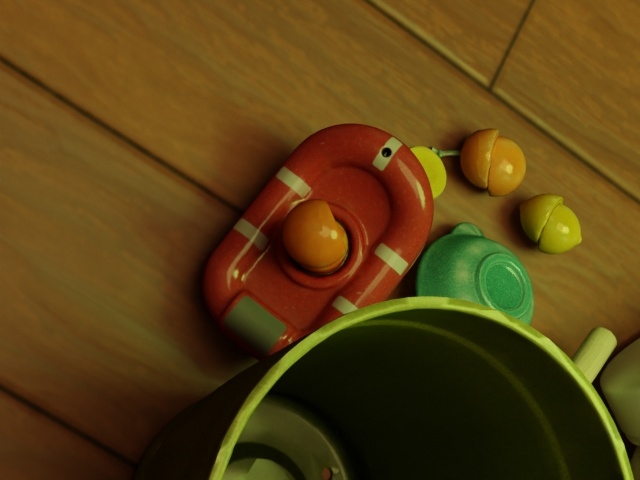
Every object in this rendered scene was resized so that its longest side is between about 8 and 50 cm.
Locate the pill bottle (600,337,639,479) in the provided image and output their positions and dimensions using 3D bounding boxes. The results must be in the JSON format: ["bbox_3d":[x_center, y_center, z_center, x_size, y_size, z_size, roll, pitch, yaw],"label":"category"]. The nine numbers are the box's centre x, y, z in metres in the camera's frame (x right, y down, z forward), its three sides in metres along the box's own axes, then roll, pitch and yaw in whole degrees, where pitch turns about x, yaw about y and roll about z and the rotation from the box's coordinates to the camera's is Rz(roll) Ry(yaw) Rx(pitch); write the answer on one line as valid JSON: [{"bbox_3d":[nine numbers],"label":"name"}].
[{"bbox_3d":[0.446,0.269,1.605,0.224,0.224,0.392,-31,99,-25],"label":"pill bottle"}]

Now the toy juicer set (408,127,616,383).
[{"bbox_3d":[0.178,0.045,1.580,0.209,0.089,0.329,-22,87,-39],"label":"toy juicer set"}]

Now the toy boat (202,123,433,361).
[{"bbox_3d":[0.000,0.000,1.425,0.151,0.151,0.231,37,83,6],"label":"toy boat"}]

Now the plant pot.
[{"bbox_3d":[0.008,0.239,1.324,0.366,0.353,0.366,3,84,-25],"label":"plant pot"}]
